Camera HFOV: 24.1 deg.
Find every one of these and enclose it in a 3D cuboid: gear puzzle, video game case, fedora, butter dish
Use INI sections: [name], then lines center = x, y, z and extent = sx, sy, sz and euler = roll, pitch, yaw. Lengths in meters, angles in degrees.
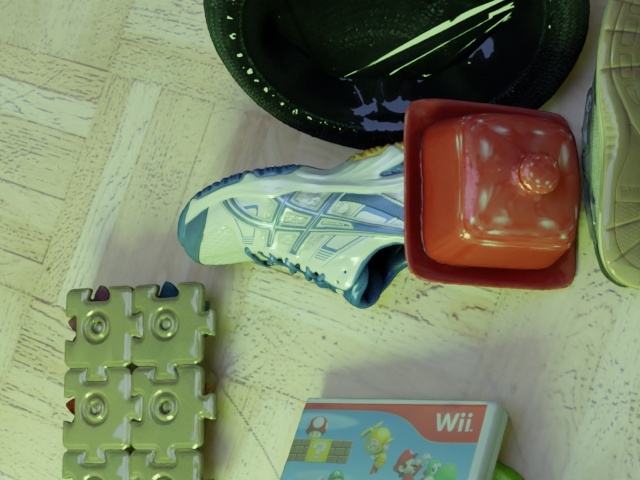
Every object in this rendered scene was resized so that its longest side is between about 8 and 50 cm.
[gear puzzle]
center = -0.169, 0.209, 1.442
extent = 0.175, 0.044, 0.339
euler = -5, 80, 26
[video game case]
center = 0.032, 0.262, 1.249
extent = 0.204, 0.025, 0.285
euler = -4, 54, 37
[fedora]
center = 0.070, -0.229, 1.315
extent = 0.334, 0.334, 0.152
euler = -13, 40, 26
[butter dish]
center = 0.157, -0.046, 1.236
extent = 0.118, 0.160, 0.160
euler = 152, 121, -70

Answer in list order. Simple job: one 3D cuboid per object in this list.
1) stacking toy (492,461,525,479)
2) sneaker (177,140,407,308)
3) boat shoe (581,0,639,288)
[stacking toy]
center = 0.060, 0.325, 1.237
extent = 0.309, 0.130, 0.279
euler = -15, 73, 25
[sneaker]
center = 0.000, 0.000, 1.351
extent = 0.296, 0.112, 0.131
euler = -12, 74, 27
[boat shoe]
center = 0.260, -0.099, 1.238
extent = 0.103, 0.092, 0.285
euler = 4, 84, -12
